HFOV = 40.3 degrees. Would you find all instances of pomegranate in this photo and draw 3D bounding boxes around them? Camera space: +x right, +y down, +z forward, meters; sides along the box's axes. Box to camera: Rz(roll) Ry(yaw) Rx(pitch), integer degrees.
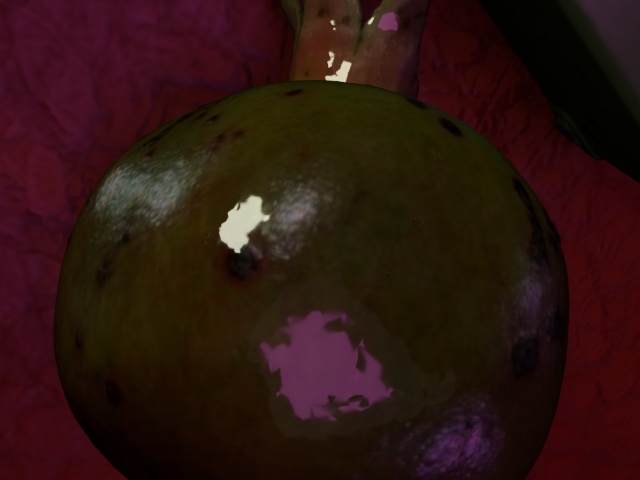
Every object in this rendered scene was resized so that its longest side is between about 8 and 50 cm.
[{"bbox_3d":[0.012,0.019,0.499,0.291,0.291,0.323,39,57,-19],"label":"pomegranate"}]

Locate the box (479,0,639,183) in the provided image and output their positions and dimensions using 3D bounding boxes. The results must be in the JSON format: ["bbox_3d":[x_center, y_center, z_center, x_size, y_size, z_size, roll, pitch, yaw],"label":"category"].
[{"bbox_3d":[0.173,-0.175,0.488,0.178,0.252,0.328,-40,108,8],"label":"box"}]
